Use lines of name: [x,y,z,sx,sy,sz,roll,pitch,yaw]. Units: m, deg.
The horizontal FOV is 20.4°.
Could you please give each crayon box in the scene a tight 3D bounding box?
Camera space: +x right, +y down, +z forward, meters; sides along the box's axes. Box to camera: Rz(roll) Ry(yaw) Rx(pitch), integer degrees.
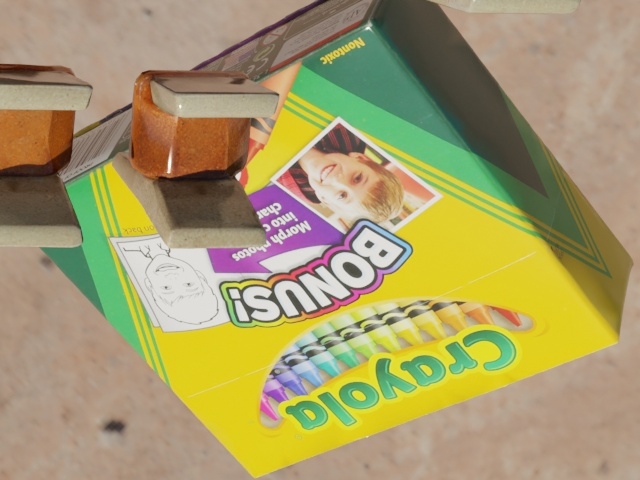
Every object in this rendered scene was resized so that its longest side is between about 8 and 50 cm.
crayon box: [0.000,0.000,1.365,0.313,0.363,0.106,50,36,-22]

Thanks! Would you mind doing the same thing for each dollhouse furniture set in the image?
dollhouse furniture set: [-0.033,-0.143,0.703,0.259,0.135,0.262,-1,111,-22]
